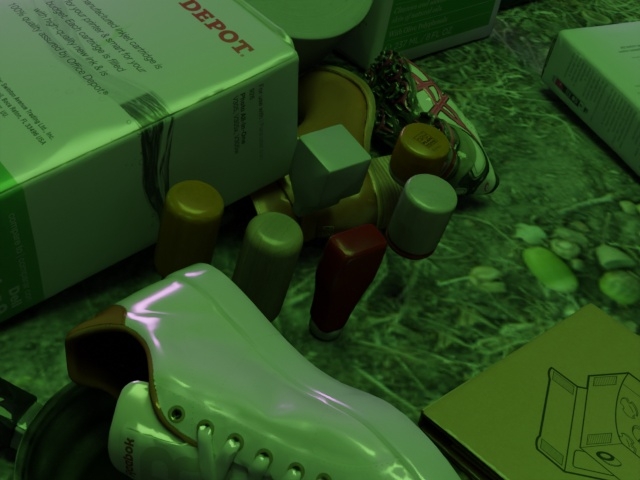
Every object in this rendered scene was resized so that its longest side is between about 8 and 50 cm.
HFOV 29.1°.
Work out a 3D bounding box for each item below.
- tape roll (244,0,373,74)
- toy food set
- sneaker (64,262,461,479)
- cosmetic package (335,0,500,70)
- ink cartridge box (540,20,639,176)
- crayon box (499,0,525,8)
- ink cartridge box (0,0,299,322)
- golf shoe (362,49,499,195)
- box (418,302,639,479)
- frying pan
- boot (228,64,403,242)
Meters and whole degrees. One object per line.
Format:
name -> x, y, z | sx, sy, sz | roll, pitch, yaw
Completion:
tape roll -> -0.061, -0.249, 1.073 | 0.219, 0.072, 0.219 | 17, 57, -28
toy food set -> 0.000, 0.000, 0.883 | 0.232, 0.105, 0.111 | -20, 57, -34
sneaker -> -0.036, 0.123, 0.658 | 0.123, 0.106, 0.290 | -21, 41, -35
cosmetic package -> 0.096, -0.370, 1.166 | 0.197, 0.366, 0.155 | -23, 50, -37
ink cartridge box -> 0.432, -0.103, 1.173 | 0.324, 0.071, 0.330 | -10, 47, -28
crayon box -> 0.247, -0.379, 1.458 | 0.318, 0.081, 0.202 | -22, 49, -38
ink cartridge box -> -0.186, -0.087, 0.883 | 0.289, 0.122, 0.211 | -28, 52, -26
golf shoe -> 0.091, -0.099, 1.079 | 0.086, 0.067, 0.186 | 22, 28, -35
box -> 0.190, 0.130, 0.842 | 0.201, 0.021, 0.164 | -25, 51, -40
frying pan -> -0.141, 0.136, 0.708 | 0.326, 0.053, 0.197 | 7, 38, -9
boot -> -0.020, -0.073, 1.000 | 0.152, 0.073, 0.197 | -13, 42, -24
